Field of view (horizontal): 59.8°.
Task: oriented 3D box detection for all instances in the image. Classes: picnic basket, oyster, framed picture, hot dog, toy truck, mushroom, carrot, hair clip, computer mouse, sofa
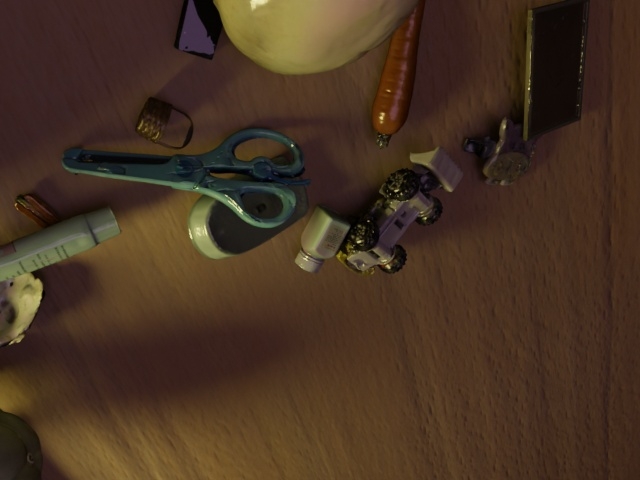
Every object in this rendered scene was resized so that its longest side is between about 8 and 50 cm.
[{"bbox_3d":[-0.241,-0.179,0.871,0.083,0.072,0.072,21,104,-25],"label":"picnic basket"},{"bbox_3d":[-0.544,0.107,0.883,0.191,0.081,0.163,2,86,-27],"label":"oyster"},{"bbox_3d":[0.466,-0.338,1.099,0.184,0.016,0.250,-24,120,-28],"label":"framed picture"},{"bbox_3d":[-0.444,-0.044,0.878,0.037,0.021,0.083,-32,124,6],"label":"hot dog"},{"bbox_3d":[0.143,-0.057,1.070,0.286,0.111,0.136,-50,132,3],"label":"toy truck"},{"bbox_3d":[0.021,-0.390,0.756,0.315,0.315,0.356,17,106,-29],"label":"mushroom"},{"bbox_3d":[0.143,-0.324,0.972,0.069,0.069,0.336,3,110,-24],"label":"carrot"},{"bbox_3d":[0.380,-0.182,1.146,0.187,0.056,0.146,3,119,-28],"label":"hair clip"},{"bbox_3d":[-0.127,-0.055,0.978,0.231,0.079,0.128,-30,115,-24],"label":"computer mouse"},{"bbox_3d":[-0.178,-0.340,0.840,0.060,0.039,0.118,11,110,-26],"label":"sofa"}]

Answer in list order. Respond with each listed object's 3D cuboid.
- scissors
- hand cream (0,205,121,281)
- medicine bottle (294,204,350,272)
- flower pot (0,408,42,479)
[{"bbox_3d":[-0.205,-0.116,0.897,0.393,0.180,0.032,4,157,-15],"label":"scissors"},{"bbox_3d":[-0.470,0.034,0.842,0.331,0.085,0.058,-27,98,-20],"label":"hand cream"},{"bbox_3d":[0.000,0.000,1.056,0.055,0.074,0.118,21,104,-30],"label":"medicine bottle"},{"bbox_3d":[-0.555,0.356,0.825,0.246,0.246,0.195,-46,146,3],"label":"flower pot"}]
